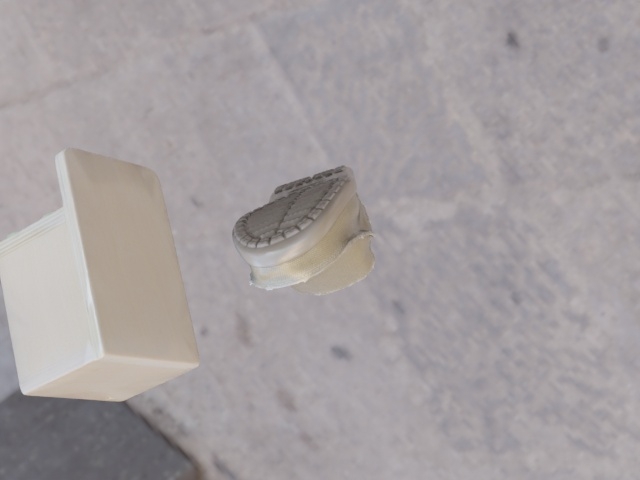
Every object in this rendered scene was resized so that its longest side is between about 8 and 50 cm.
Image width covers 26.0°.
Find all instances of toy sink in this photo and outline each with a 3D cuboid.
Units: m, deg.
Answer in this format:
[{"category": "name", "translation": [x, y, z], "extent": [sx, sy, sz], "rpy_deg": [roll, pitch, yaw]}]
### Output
[{"category": "toy sink", "translation": [-0.246, 0.042, 1.476], "extent": [0.131, 0.153, 0.234], "rpy_deg": [-25, 69, 29]}]

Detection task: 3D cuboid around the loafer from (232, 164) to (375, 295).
[{"category": "loafer", "translation": [0.000, 0.000, 1.122], "extent": [0.102, 0.268, 0.092], "rpy_deg": [-20, 98, 12]}]
